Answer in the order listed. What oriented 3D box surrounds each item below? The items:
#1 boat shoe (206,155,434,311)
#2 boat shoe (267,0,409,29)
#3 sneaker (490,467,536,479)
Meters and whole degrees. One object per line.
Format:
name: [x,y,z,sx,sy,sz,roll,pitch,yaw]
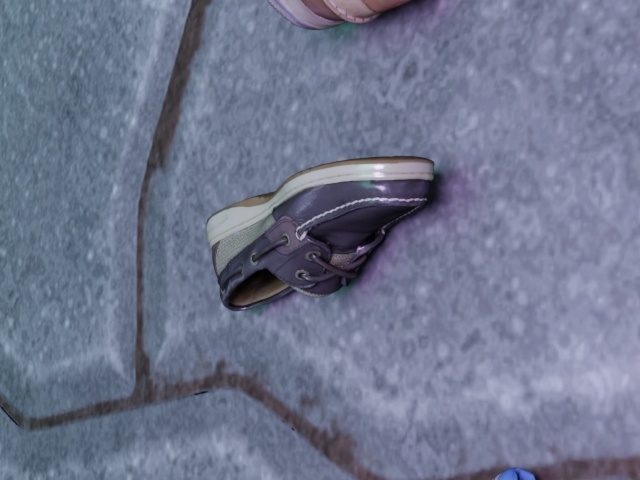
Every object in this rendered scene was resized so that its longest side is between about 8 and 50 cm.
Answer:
boat shoe: [-0.001,0.000,0.862,0.223,0.080,0.073,-19,73,55]
boat shoe: [0.044,-0.291,0.841,0.116,0.123,0.324,10,97,46]
sneaker: [0.113,0.173,0.694,0.058,0.052,0.135,-52,46,26]
